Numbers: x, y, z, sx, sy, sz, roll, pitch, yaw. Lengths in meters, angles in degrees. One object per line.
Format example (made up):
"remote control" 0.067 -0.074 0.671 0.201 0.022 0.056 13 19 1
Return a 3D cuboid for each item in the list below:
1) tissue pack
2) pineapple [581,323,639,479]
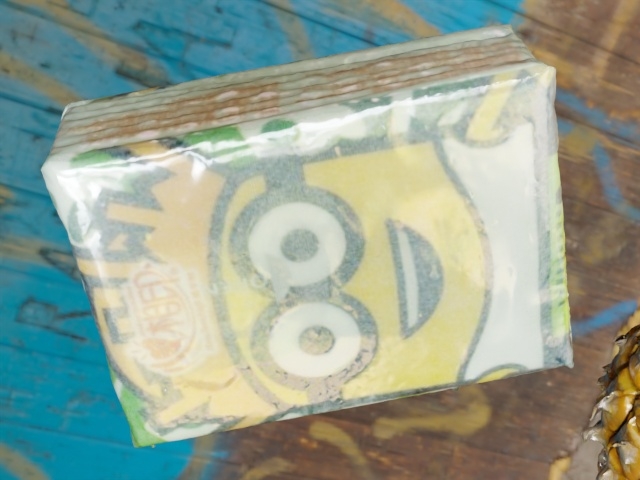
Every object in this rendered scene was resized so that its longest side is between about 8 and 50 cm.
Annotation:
"tissue pack" 0.000 0.000 0.673 0.128 0.311 0.227 -101 0 -61
"pineapple" 0.457 0.226 1.063 0.352 0.353 0.300 -31 58 59
